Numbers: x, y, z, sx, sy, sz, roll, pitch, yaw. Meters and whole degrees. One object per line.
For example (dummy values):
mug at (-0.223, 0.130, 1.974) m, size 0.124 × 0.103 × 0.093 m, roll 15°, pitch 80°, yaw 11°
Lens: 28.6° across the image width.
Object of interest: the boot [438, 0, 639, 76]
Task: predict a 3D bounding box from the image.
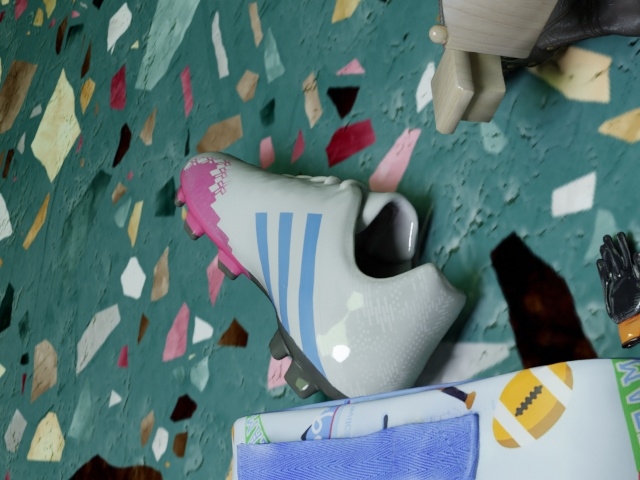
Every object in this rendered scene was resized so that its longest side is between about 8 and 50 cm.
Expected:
boot at (0.162, -0.227, 0.814) m, size 0.229 × 0.091 × 0.263 m, roll 0°, pitch 79°, yaw 55°

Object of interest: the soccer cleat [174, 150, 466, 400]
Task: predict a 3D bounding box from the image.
soccer cleat at (0.000, 0.000, 0.957) m, size 0.143 × 0.116 × 0.331 m, roll -49°, pitch 41°, yaw 8°

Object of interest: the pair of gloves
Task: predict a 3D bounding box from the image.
pair of gloves at (0.196, 0.016, 0.735) m, size 0.083 × 0.010 × 0.074 m, roll -43°, pitch 46°, yaw 42°

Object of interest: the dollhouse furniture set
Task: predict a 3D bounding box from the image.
dollhouse furniture set at (0.050, -0.291, 0.718) m, size 0.355 × 0.173 × 0.303 m, roll 111°, pitch 159°, yaw -55°

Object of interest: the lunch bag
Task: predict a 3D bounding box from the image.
lunch bag at (0.094, 0.137, 0.622) m, size 0.303 × 0.243 × 0.115 m, roll -21°, pitch 60°, yaw 49°
